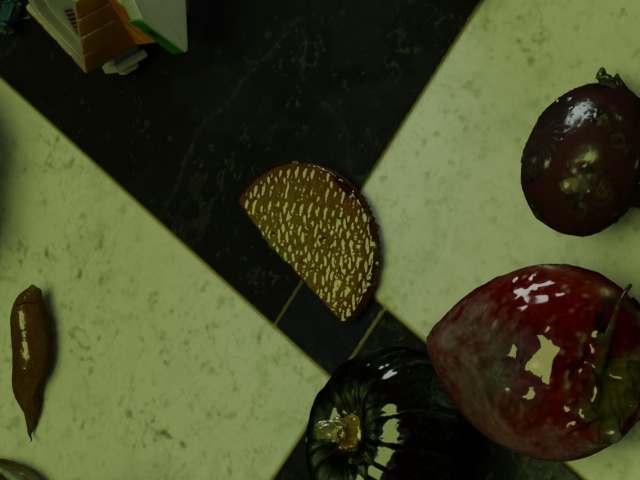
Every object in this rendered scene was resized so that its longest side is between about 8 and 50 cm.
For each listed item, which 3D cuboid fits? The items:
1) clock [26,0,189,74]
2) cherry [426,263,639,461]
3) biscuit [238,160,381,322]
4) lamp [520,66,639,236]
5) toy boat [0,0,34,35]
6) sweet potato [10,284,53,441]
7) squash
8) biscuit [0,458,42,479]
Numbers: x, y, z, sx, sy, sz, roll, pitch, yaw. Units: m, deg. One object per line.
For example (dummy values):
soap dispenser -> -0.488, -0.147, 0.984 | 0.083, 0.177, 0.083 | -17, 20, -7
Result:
clock -> -0.259, -0.338, 2.006 | 0.235, 0.166, 0.309 | 6, 125, 60
cherry -> 0.211, 0.115, 1.721 | 0.250, 0.175, 0.192 | 6, 106, 34
biscuit -> 0.002, -0.013, 1.948 | 0.206, 0.025, 0.126 | 49, 112, 23
lamp -> 0.274, -0.075, 1.724 | 0.135, 0.156, 0.157 | 26, 117, -13
toy boat -> -0.399, -0.289, 2.192 | 0.137, 0.060, 0.060 | 3, 67, 28
sweet potato -> -0.356, 0.151, 2.148 | 0.056, 0.056, 0.194 | 8, 97, 32
squash -> 0.069, 0.207, 1.821 | 0.193, 0.156, 0.193 | -14, 56, 22
biscuit -> -0.419, 0.394, 2.152 | 0.259, 0.079, 0.259 | -2, 86, 31
